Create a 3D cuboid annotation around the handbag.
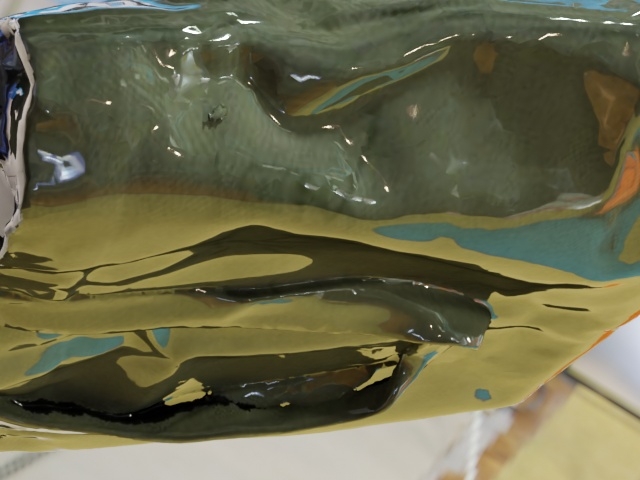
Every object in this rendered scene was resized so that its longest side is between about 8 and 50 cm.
[{"bbox_3d":[-0.003,-0.001,0.595,0.253,0.316,0.109,-4,72,-19],"label":"handbag"}]
